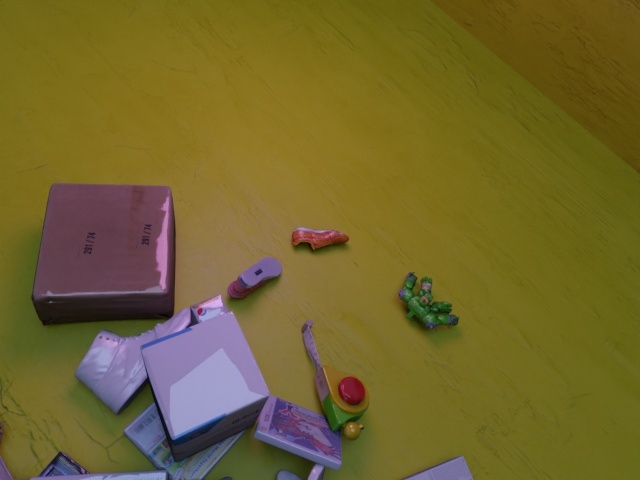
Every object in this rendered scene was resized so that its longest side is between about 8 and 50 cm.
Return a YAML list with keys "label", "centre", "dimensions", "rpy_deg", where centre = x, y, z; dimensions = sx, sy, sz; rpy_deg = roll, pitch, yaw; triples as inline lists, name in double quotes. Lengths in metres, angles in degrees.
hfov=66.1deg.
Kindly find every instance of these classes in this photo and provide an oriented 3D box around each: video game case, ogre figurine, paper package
- label: "video game case"
  centre: [-0.301, 0.433, 1.154]
  dimensions: [0.206, 0.026, 0.227]
  rpy_deg: [40, 57, 10]
- label: "ogre figurine"
  centre: [0.305, 0.184, 1.431]
  dimensions: [0.118, 0.097, 0.197]
  rpy_deg: [-24, 83, -45]
- label: "video game case"
  centre: [-0.047, 0.439, 1.144]
  dimensions: [0.201, 0.183, 0.023]
  rpy_deg: [23, 98, -2]
- label: "paper package"
  centre: [-0.528, 0.032, 1.249]
  dimensions: [0.309, 0.168, 0.325]
  rpy_deg: [0, 59, -17]

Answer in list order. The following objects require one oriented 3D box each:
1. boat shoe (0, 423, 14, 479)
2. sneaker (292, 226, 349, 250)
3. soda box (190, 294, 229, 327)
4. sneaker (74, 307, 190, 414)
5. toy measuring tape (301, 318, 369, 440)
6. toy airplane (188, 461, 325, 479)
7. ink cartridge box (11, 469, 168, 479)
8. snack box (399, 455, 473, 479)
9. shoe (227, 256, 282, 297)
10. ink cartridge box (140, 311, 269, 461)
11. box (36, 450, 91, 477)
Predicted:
- label: "boat shoe"
  centre: [-0.717, 0.400, 1.008]
  dimensions: [0.302, 0.113, 0.103]
  rpy_deg: [40, 64, 11]
- label: "sneaker"
  centre: [0.000, 0.000, 1.484]
  dimensions: [0.175, 0.064, 0.067]
  rpy_deg: [2, 79, -8]
- label: "soda box"
  centre: [-0.266, 0.212, 1.180]
  dimensions: [0.074, 0.216, 0.069]
  rpy_deg: [-22, 68, -25]
- label: "sneaker"
  centre: [-0.442, 0.242, 1.177]
  dimensions: [0.169, 0.108, 0.292]
  rpy_deg: [36, 61, 5]
- label: "toy measuring tape"
  centre: [0.045, 0.347, 1.260]
  dimensions: [0.121, 0.121, 0.330]
  rpy_deg: [-6, 48, -18]
- label: "toy airplane"
  centre: [-0.083, 0.607, 0.957]
  dimensions: [0.386, 0.272, 0.384]
  rpy_deg: [-15, 46, -9]
- label: "ink cartridge box"
  centre: [-0.463, 0.558, 0.958]
  dimensions: [0.311, 0.065, 0.186]
  rpy_deg: [4, 59, -15]
- label: "snack box"
  centre: [0.315, 0.697, 1.141]
  dimensions: [0.187, 0.060, 0.322]
  rpy_deg: [-11, 63, -20]
- label: "shoe"
  centre: [-0.182, 0.103, 1.363]
  dimensions: [0.063, 0.081, 0.178]
  rpy_deg: [54, 31, 5]
- label: "ink cartridge box"
  centre: [-0.252, 0.321, 1.058]
  dimensions: [0.198, 0.270, 0.197]
  rpy_deg: [-18, 64, -25]
- label: "box"
  centre: [-0.501, 0.572, 1.004]
  dimensions: [0.233, 0.044, 0.159]
  rpy_deg: [34, 57, 6]
